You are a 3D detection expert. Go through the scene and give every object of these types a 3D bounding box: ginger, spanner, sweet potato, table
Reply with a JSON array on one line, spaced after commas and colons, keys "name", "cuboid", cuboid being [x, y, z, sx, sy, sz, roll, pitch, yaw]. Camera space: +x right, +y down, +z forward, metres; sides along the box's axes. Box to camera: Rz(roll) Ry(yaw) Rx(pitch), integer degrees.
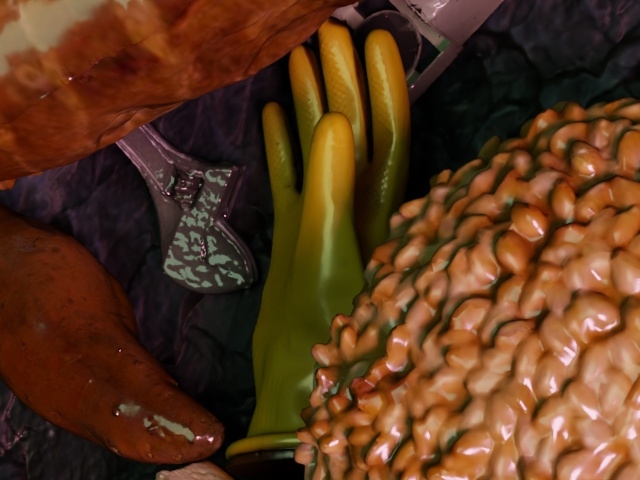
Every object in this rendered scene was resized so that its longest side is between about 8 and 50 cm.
[{"name": "ginger", "cuboid": [-0.122, -0.191, 1.257, 0.418, 0.176, 0.254, -31, 72, 18]}, {"name": "spanner", "cuboid": [-0.147, -0.090, 1.367, 0.093, 0.026, 0.325, -46, 76, 18]}, {"name": "sweet potato", "cuboid": [-0.183, 0.056, 1.349, 0.112, 0.112, 0.359, -52, 57, 11]}, {"name": "table", "cuboid": [0.048, -0.188, 1.292, 0.175, 0.062, 0.146, -47, 62, 10]}]

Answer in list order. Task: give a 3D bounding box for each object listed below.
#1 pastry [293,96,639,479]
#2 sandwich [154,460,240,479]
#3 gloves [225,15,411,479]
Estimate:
[{"name": "pastry", "cuboid": [0.171, 0.115, 1.041, 0.409, 0.245, 0.410, -8, 70, 22]}, {"name": "sandwich", "cuboid": [-0.045, 0.253, 1.231, 0.193, 0.058, 0.162, 36, 123, 39]}, {"name": "gloves", "cuboid": [-0.001, 0.000, 1.257, 0.133, 0.116, 0.294, -12, 71, 41]}]
